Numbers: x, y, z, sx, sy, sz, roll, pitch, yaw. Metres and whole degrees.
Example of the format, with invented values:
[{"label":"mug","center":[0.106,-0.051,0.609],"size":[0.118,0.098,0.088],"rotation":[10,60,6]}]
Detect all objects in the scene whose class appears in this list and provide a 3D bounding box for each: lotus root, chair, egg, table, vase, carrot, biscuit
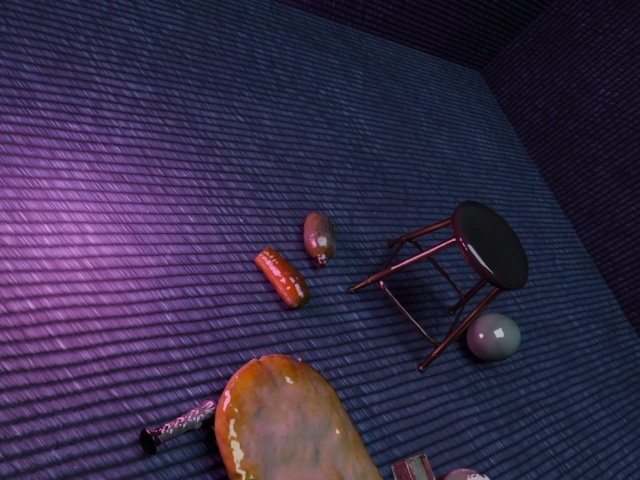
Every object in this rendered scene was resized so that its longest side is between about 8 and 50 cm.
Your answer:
[{"label":"lotus root","center":[0.000,0.000,1.766],"size":[0.113,0.088,0.192],"rotation":[24,45,-35]},{"label":"chair","center":[0.403,0.106,1.793],"size":[0.362,0.410,0.364],"rotation":[48,39,-1]},{"label":"egg","center":[0.606,0.337,1.981],"size":[0.230,0.168,0.168],"rotation":[3,58,-46]},{"label":"table","center":[0.243,0.615,1.499],"size":[0.062,0.083,0.079],"rotation":[1,60,-43]},{"label":"vase","center":[-0.297,0.394,1.206],"size":[0.167,0.059,0.059],"rotation":[-13,69,-47]},{"label":"carrot","center":[-0.103,0.103,1.595],"size":[0.087,0.087,0.193],"rotation":[-24,75,-49]},{"label":"biscuit","center":[-0.063,0.476,1.304],"size":[0.429,0.104,0.446],"rotation":[-9,65,-53]}]

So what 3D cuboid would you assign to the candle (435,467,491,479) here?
[{"label":"candle","center":[0.378,0.780,1.464],"size":[0.287,0.131,0.317],"rotation":[-19,63,-41]}]
